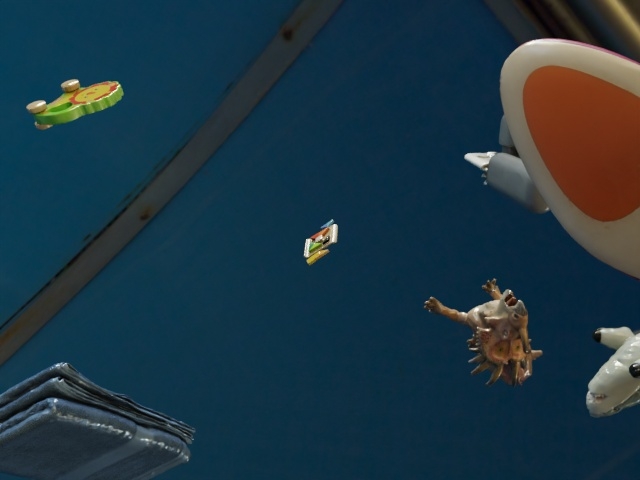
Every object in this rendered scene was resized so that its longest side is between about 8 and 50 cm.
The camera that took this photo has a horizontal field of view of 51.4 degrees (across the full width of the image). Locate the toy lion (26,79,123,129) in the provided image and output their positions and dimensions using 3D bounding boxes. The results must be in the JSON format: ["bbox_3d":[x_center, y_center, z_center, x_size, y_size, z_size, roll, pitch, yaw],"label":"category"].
[{"bbox_3d":[-0.307,-0.177,0.853,0.100,0.096,0.034,-53,-40,-42],"label":"toy lion"}]

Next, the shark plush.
[{"bbox_3d":[0.304,0.104,0.574,0.161,0.073,0.067,-16,-72,-12],"label":"shark plush"}]

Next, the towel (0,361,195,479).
[{"bbox_3d":[-0.122,0.103,0.347,0.119,0.067,0.029,51,-167,-56],"label":"towel"}]

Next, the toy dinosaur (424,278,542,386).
[{"bbox_3d":[0.300,0.174,1.087,0.295,0.127,0.200,45,-171,-38],"label":"toy dinosaur"}]

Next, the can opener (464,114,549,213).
[{"bbox_3d":[0.224,-0.089,0.745,0.074,0.280,0.093,2,-73,0],"label":"can opener"}]

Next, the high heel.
[{"bbox_3d":[0.300,-0.019,0.505,0.377,0.127,0.181,51,-143,14],"label":"high heel"}]

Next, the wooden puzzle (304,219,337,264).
[{"bbox_3d":[0.000,0.000,1.313,0.014,0.079,0.116,53,-165,-24],"label":"wooden puzzle"}]
